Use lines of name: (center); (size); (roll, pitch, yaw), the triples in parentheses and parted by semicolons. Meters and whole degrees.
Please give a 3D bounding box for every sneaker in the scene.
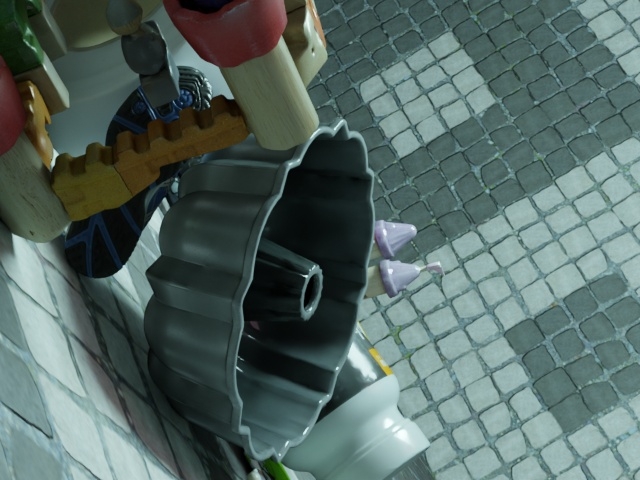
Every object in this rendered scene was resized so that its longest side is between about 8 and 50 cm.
sneaker: (-0.170, -0.067, 1.223); (0.080, 0.211, 0.081); (33, -2, -12)

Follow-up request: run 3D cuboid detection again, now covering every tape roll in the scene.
tape roll: (-0.183, -0.212, 1.344); (0.100, 0.286, 0.286); (56, 6, -44)

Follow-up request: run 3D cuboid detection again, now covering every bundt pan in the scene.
bundt pan: (-0.063, 0.038, 1.281); (0.331, 0.124, 0.331); (12, 90, -70)

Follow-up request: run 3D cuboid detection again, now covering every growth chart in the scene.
growth chart: (-0.037, 0.283, 1.454); (0.172, 0.021, 0.237); (58, 3, -2)

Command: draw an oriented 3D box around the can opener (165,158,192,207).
can opener: (-0.184, -0.048, 1.803); (0.059, 0.073, 0.186); (-168, -124, -85)

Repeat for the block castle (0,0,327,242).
block castle: (-0.181, -0.244, 1.128); (0.453, 0.303, 0.213); (-103, 171, -46)

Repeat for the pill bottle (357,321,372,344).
pill bottle: (0.022, 0.196, 1.991); (0.246, 0.136, 0.136); (60, 4, 2)

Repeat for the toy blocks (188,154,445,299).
toy blocks: (0.000, 0.000, 1.787); (0.288, 0.260, 0.309); (54, 23, -52)

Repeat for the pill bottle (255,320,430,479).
pill bottle: (-0.013, 0.153, 1.485); (0.278, 0.162, 0.162); (52, 2, 12)
